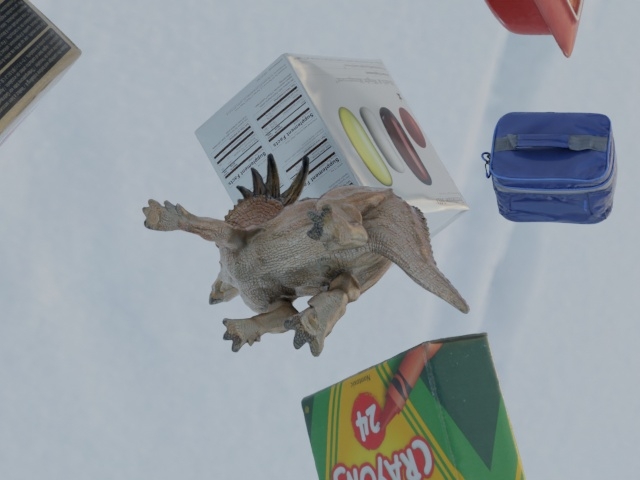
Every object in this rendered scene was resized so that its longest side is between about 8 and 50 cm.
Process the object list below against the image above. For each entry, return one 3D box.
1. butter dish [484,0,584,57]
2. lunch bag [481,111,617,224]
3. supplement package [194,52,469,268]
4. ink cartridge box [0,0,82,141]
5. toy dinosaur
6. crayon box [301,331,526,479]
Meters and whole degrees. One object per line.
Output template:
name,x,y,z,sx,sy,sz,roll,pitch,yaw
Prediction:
butter dish,0.201,-0.284,1.621,0.160,0.118,0.160,55,40,-40
lunch bag,0.166,-0.057,1.146,0.065,0.098,0.067,72,23,-52
supplement package,0.014,-0.074,1.681,0.149,0.203,0.194,-38,164,30
ink cartridge box,-0.322,-0.077,1.288,0.088,0.234,0.193,42,31,-9
toy dinosaur,0.000,0.000,1.254,0.200,0.295,0.127,-28,111,-55
crayon box,0.100,0.262,1.375,0.081,0.202,0.319,-5,73,-36
